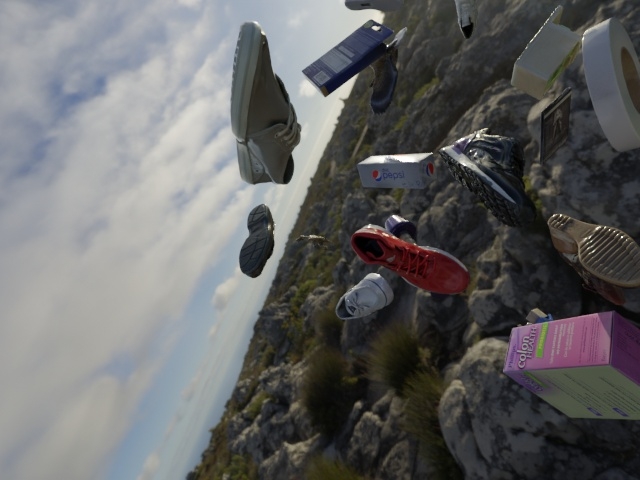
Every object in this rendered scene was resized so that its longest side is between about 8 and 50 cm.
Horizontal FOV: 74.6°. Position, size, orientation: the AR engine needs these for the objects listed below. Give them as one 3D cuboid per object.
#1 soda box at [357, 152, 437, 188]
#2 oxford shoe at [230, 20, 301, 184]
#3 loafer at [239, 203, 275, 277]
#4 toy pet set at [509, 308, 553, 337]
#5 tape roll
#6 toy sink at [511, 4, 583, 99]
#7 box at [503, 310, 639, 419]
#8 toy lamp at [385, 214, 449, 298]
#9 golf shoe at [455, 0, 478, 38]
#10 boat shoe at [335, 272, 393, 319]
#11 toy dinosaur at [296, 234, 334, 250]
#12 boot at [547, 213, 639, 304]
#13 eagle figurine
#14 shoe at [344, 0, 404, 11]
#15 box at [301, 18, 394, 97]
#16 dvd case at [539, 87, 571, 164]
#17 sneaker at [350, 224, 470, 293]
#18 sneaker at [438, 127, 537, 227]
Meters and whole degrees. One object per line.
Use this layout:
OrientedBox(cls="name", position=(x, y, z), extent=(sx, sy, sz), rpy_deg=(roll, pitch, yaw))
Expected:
OrientedBox(cls="soda box", position=(0.269, -0.249, 1.502), extent=(0.091, 0.098, 0.286), rpy_deg=(-34, 26, -32))
OrientedBox(cls="oxford shoe", position=(-0.100, -0.235, 0.816), extent=(0.449, 0.130, 0.169), rpy_deg=(104, 173, -72))
OrientedBox(cls="loafer", position=(-0.158, 0.006, 1.166), extent=(0.096, 0.084, 0.268), rpy_deg=(-23, 39, 20))
OrientedBox(cls="toy pet set", position=(0.663, 0.270, 1.292), extent=(0.065, 0.122, 0.114), rpy_deg=(45, 128, 40))
OrientedBox(cls="tape roll", position=(0.894, -0.462, 1.256), extent=(0.072, 0.392, 0.392), rpy_deg=(-13, 48, 49))
OrientedBox(cls="toy sink", position=(0.776, -0.625, 1.412), extent=(0.234, 0.131, 0.153), rpy_deg=(-53, -19, 6))
OrientedBox(cls="box", position=(0.560, 0.267, 0.873), extent=(0.243, 0.213, 0.117), rpy_deg=(-40, 20, 58))
OrientedBox(cls="toy lamp", position=(0.234, 0.027, 1.022), extent=(0.080, 0.080, 0.275), rpy_deg=(-63, 31, 27))
OrientedBox(cls="golf shoe", position=(0.430, -0.675, 1.229), extent=(0.176, 0.069, 0.086), rpy_deg=(38, -126, -54))
OrientedBox(cls="boat shoe", position=(0.108, 0.163, 1.102), extent=(0.084, 0.095, 0.258), rpy_deg=(-36, -11, -24))
OrientedBox(cls="toy dinosaur", position=(0.000, 0.000, 1.629), extent=(0.092, 0.183, 0.053), rpy_deg=(42, 118, 55))
OrientedBox(cls="boot", position=(0.564, 0.060, 0.819), extent=(0.090, 0.207, 0.248), rpy_deg=(-40, 24, 14))
OrientedBox(cls="eagle figurine", position=(0.243, -0.696, 1.684), extent=(0.226, 0.298, 0.225), rpy_deg=(-42, 46, -6))
OrientedBox(cls="shoe", position=(0.156, -0.700, 1.182), extent=(0.063, 0.178, 0.081), rpy_deg=(14, -88, -62))
OrientedBox(cls="box", position=(0.071, -0.465, 1.066), extent=(0.225, 0.036, 0.136), rpy_deg=(-36, 45, 5))
OrientedBox(cls="dvd case", position=(0.842, -0.407, 1.508), extent=(0.164, 0.018, 0.221), rpy_deg=(-41, -46, -16))
OrientedBox(cls="sneaker", position=(0.148, 0.043, 0.731), extent=(0.128, 0.221, 0.087), rpy_deg=(-16, -55, -69))
OrientedBox(cls="sneaker", position=(0.331, -0.139, 0.778), extent=(0.124, 0.107, 0.283), rpy_deg=(-33, 34, 11))
